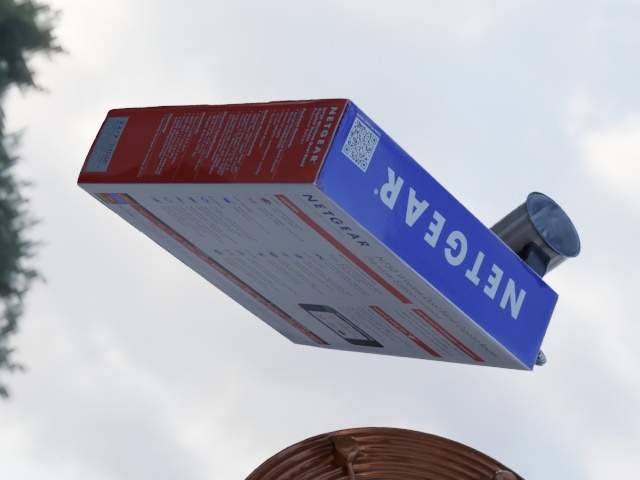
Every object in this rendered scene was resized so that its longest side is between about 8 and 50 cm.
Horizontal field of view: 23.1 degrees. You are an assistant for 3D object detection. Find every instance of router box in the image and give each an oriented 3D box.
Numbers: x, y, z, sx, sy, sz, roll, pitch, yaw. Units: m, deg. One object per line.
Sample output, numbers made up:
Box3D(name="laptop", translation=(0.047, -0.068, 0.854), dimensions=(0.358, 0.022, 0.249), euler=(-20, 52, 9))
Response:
Box3D(name="router box", translation=(0.000, 0.000, 1.406), dimensions=(0.301, 0.082, 0.335), euler=(3, -27, 43))

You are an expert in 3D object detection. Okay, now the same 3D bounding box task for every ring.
Box3D(name="ring", translation=(0.072, 0.283, 1.253), dimensions=(0.336, 0.337, 0.032), euler=(49, -35, 29))

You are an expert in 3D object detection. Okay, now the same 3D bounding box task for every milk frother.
Box3D(name="milk frother", translation=(0.225, 0.047, 1.679), dimensions=(0.135, 0.143, 0.129), euler=(-39, -146, 33))
